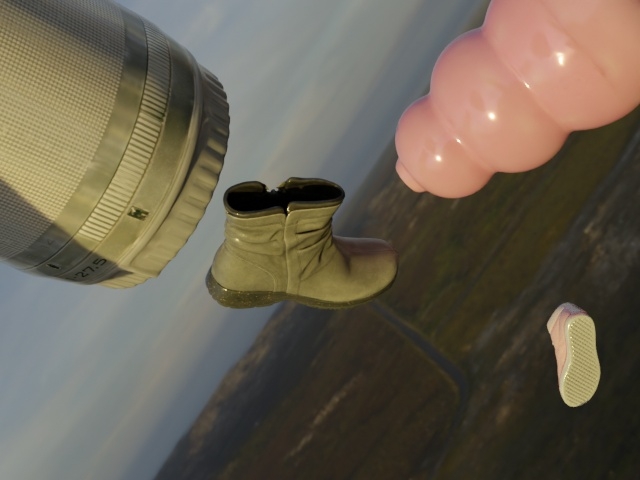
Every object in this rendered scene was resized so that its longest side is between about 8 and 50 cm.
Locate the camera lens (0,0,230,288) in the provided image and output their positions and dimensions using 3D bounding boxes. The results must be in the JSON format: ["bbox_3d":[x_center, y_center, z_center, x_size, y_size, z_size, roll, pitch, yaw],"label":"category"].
[{"bbox_3d":[-0.234,-0.098,0.718,0.219,0.274,0.219,-26,52,39],"label":"camera lens"}]

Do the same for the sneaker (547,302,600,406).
[{"bbox_3d":[0.326,0.143,1.261,0.070,0.051,0.134,-112,16,-68],"label":"sneaker"}]

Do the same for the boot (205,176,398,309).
[{"bbox_3d":[0.000,0.000,1.068,0.083,0.247,0.161,66,148,34],"label":"boot"}]

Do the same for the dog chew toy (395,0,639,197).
[{"bbox_3d":[0.223,-0.174,1.116,0.332,0.206,0.206,-40,7,19],"label":"dog chew toy"}]
